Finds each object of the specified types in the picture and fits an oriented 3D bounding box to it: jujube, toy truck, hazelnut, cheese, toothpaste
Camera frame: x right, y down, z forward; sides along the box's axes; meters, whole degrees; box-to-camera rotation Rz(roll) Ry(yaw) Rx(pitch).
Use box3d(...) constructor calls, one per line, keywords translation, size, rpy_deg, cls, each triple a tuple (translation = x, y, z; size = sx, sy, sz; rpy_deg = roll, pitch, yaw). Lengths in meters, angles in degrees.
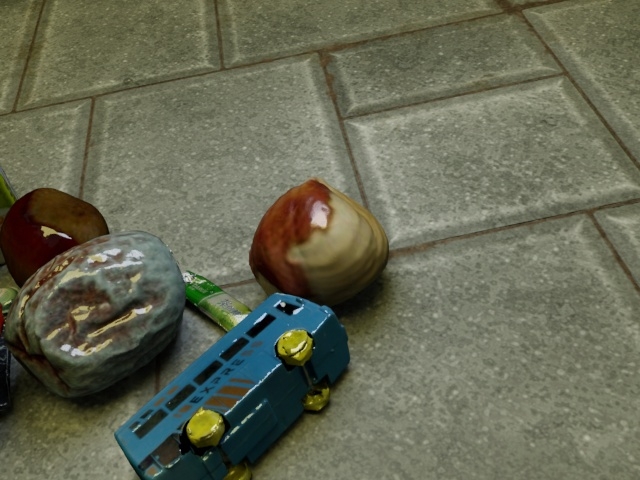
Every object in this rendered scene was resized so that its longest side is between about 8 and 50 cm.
box3d(translation=(-0.388, 0.127, 1.202), size=(0.307, 0.247, 0.215), rpy_deg=(-24, 6, -20), cls="jujube")
box3d(translation=(-0.125, 0.246, 1.087), size=(0.385, 0.161, 0.162), rpy_deg=(-41, 43, -25), cls="toy truck")
box3d(translation=(0.000, 0.000, 1.240), size=(0.261, 0.261, 0.241), rpy_deg=(-13, 67, -2), cls="hazelnut")
box3d(translation=(-0.520, 0.018, 1.355), size=(0.229, 0.230, 0.230), rpy_deg=(-5, 46, 5), cls="hazelnut")
box3d(translation=(-0.625, 0.127, 1.382), size=(0.120, 0.026, 0.067), rpy_deg=(25, 56, 30), cls="cheese")
box3d(translation=(-0.203, 0.117, 1.303), size=(0.248, 0.047, 0.078), rpy_deg=(30, 60, 30), cls="toothpaste")

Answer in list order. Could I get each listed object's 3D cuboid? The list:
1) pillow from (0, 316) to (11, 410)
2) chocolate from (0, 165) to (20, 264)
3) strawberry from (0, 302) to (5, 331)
box3d(translation=(-0.625, 0.243, 1.254), size=(0.141, 0.055, 0.208), rpy_deg=(-25, 46, -1), cls="pillow")
box3d(translation=(-0.755, -0.036, 1.391), size=(0.300, 0.289, 0.137), rpy_deg=(-35, 61, -22), cls="chocolate")
box3d(translation=(-0.680, 0.183, 1.137), size=(0.311, 0.267, 0.351), rpy_deg=(-18, 3, -22), cls="strawberry")
